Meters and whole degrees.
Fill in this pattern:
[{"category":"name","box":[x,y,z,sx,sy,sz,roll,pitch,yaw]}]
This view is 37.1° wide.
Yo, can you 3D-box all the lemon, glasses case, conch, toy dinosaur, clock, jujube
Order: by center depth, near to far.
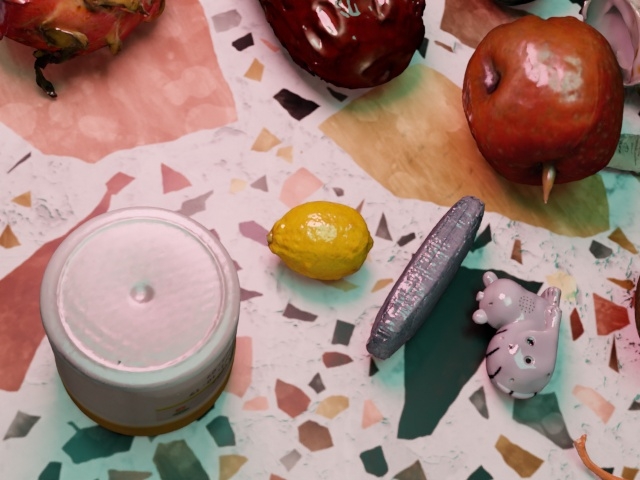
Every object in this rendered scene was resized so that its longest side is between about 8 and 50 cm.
[{"category":"toy dinosaur","box":[0.479,0.336,1.303,0.280,0.055,0.101,38,89,7]},{"category":"clock","box":[0.270,0.134,1.351,0.117,0.080,0.176,15,64,-2]},{"category":"lemon","box":[0.000,0.000,1.354,0.155,0.114,0.114,3,65,-6]},{"category":"glasses case","box":[0.152,0.050,1.356,0.067,0.109,0.282,33,66,12]},{"category":"jujube","box":[0.016,-0.421,1.482,0.258,0.258,0.376,-19,66,-16]},{"category":"conch","box":[0.554,-0.307,1.561,0.149,0.183,0.274,-7,72,-53]}]

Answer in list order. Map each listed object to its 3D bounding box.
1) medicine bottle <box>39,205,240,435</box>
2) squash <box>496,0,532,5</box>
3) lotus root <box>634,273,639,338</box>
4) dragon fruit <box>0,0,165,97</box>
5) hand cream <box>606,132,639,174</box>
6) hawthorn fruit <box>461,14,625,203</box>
[{"category":"medicine bottle","box":[-0.221,0.107,1.206,0.238,0.232,0.237,4,66,-8]},{"category":"squash","box":[0.321,-0.499,1.582,0.172,0.218,0.218,-31,73,-8]},{"category":"lotus root","box":[0.571,0.119,1.325,0.272,0.272,0.192,24,70,3]},{"category":"dragon fruit","box":[-0.347,-0.396,1.419,0.291,0.250,0.269,-14,73,-31]},{"category":"hand cream","box":[0.549,-0.139,1.544,0.248,0.052,0.075,2,91,-15]},{"category":"hawthorn fruit","box":[0.337,-0.208,1.437,0.258,0.258,0.261,-21,97,-17]}]
